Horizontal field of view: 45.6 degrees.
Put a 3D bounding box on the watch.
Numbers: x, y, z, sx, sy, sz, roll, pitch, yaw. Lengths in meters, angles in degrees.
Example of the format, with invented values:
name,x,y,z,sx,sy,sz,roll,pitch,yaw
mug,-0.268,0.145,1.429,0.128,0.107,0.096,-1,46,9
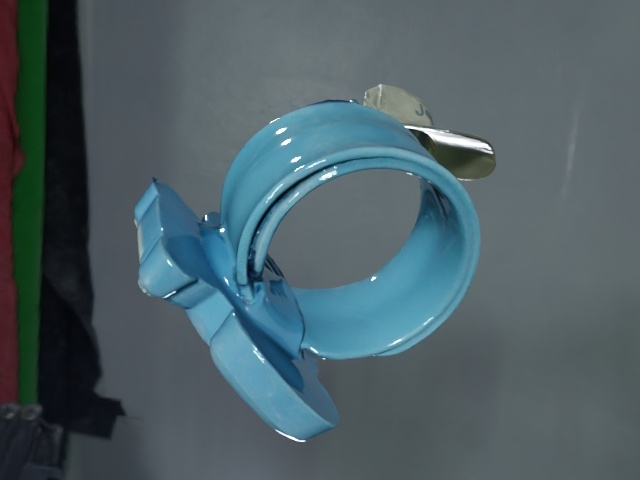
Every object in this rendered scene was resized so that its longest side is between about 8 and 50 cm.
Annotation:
name,x,y,z,sx,sy,sz,roll,pitch,yaw
watch,0.000,0.000,0.521,0.211,0.193,0.211,51,-173,-9

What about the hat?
name,x,y,z,sx,sy,sz,roll,pitch,yaw
hat,0.196,-0.206,1.359,0.214,0.245,0.149,39,-123,-54
